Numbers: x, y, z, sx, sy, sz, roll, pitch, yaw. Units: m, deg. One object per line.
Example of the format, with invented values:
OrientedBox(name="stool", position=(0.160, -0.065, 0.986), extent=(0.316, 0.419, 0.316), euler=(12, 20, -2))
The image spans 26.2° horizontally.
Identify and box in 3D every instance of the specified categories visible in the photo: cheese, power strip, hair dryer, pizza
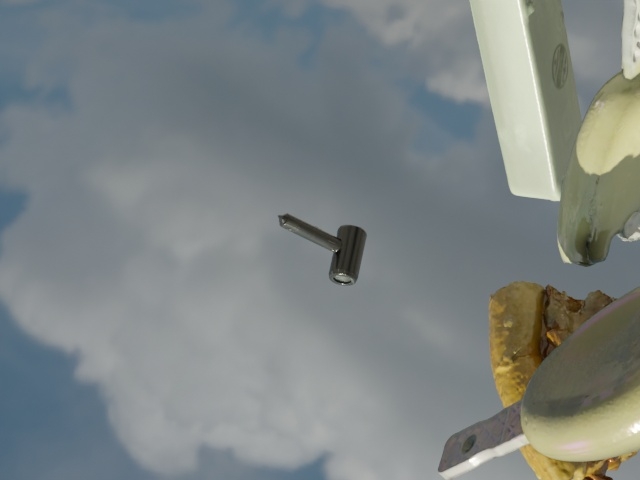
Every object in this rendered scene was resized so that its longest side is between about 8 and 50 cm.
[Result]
OrientedBox(name="cheese", position=(0.216, -0.099, 0.914), extent=(0.127, 0.235, 0.050), euler=(-15, -151, -15))
OrientedBox(name="power strip", position=(0.189, -0.194, 1.289), extent=(0.062, 0.385, 0.091), euler=(6, -139, 30))
OrientedBox(name="hair dryer", position=(0.000, 0.000, 1.124), extent=(0.083, 0.026, 0.047), euler=(29, -122, -29))
OrientedBox(name="cheese", position=(0.128, 0.090, 0.739), extent=(0.037, 0.192, 0.097), euler=(37, -133, -15))
OrientedBox(name="pizza", position=(0.210, 0.086, 0.888), extent=(0.193, 0.069, 0.154), euler=(-8, -120, -10))
